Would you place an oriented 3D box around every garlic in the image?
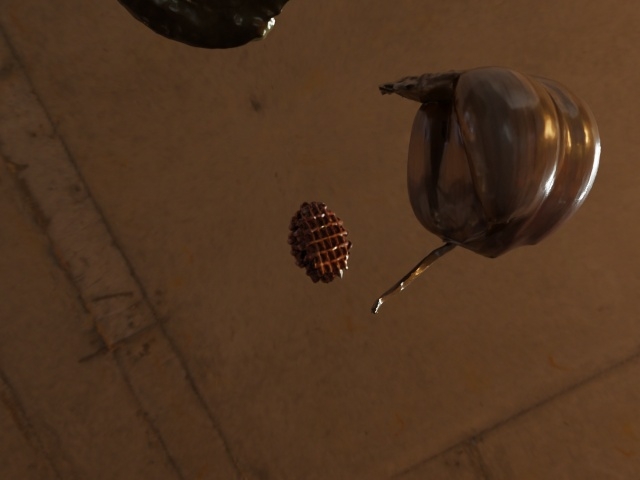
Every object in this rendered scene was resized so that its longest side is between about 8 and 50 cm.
[{"bbox_3d":[0.110,-0.067,0.744,0.256,0.207,0.207,-35,-83,3],"label":"garlic"}]

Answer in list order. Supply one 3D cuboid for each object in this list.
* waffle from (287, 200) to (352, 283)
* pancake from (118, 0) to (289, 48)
[{"bbox_3d":[0.000,0.000,0.815,0.029,0.083,0.075,-20,-52,38],"label":"waffle"},{"bbox_3d":[-0.082,-0.269,0.670,0.222,0.042,0.236,25,-57,-10],"label":"pancake"}]
